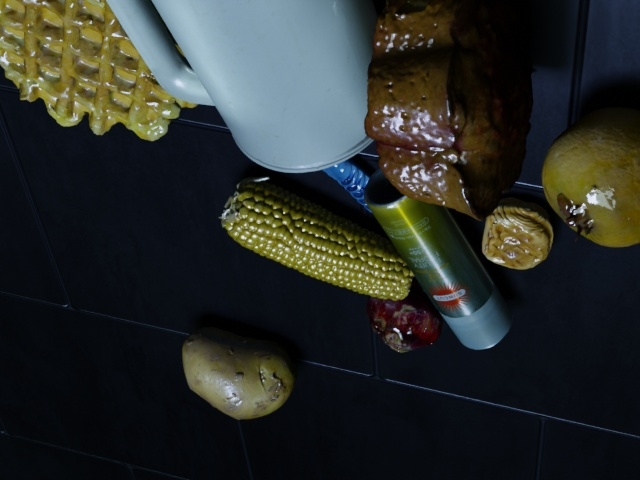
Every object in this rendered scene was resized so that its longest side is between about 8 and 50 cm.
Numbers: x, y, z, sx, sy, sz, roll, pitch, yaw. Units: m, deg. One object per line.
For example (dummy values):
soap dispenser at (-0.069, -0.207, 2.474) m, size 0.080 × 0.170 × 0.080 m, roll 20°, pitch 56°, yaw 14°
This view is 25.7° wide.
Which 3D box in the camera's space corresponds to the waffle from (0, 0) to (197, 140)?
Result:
waffle at (-0.269, -0.240, 1.626) m, size 0.302 × 0.068 × 0.325 m, roll -9°, pitch 137°, yaw 36°

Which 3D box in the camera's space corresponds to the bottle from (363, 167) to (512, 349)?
bottle at (0.150, 0.022, 1.738) m, size 0.082 × 0.082 × 0.286 m, roll -6°, pitch 137°, yaw 33°

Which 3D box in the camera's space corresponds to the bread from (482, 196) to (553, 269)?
bread at (0.238, -0.007, 1.688) m, size 0.083 × 0.044 × 0.110 m, roll 11°, pitch 145°, yaw 9°

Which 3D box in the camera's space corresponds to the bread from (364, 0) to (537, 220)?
bread at (0.134, -0.159, 1.378) m, size 0.135 × 0.246 × 0.232 m, roll 3°, pitch 128°, yaw 23°

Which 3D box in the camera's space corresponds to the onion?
onion at (0.113, 0.099, 1.858) m, size 0.107 × 0.097 × 0.107 m, roll 28°, pitch -176°, yaw -2°

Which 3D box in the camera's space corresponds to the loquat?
loquat at (0.309, -0.066, 1.485) m, size 0.137 × 0.163 × 0.163 m, roll 33°, pitch 159°, yaw 43°

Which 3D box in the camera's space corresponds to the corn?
corn at (-0.001, 0.002, 1.787) m, size 0.260 × 0.091 × 0.091 m, roll 24°, pitch 154°, yaw -5°

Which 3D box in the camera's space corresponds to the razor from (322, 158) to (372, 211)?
razor at (-0.010, -0.116, 1.675) m, size 0.082 × 0.042 × 0.253 m, roll -21°, pitch 128°, yaw 43°

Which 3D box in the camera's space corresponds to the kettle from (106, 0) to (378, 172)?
kettle at (-0.078, -0.227, 1.383) m, size 0.265 × 0.205 × 0.318 m, roll -20°, pitch 143°, yaw 8°

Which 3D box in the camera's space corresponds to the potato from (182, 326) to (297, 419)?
potato at (-0.124, 0.198, 2.081) m, size 0.176 × 0.137 × 0.137 m, roll 17°, pitch 145°, yaw 10°
